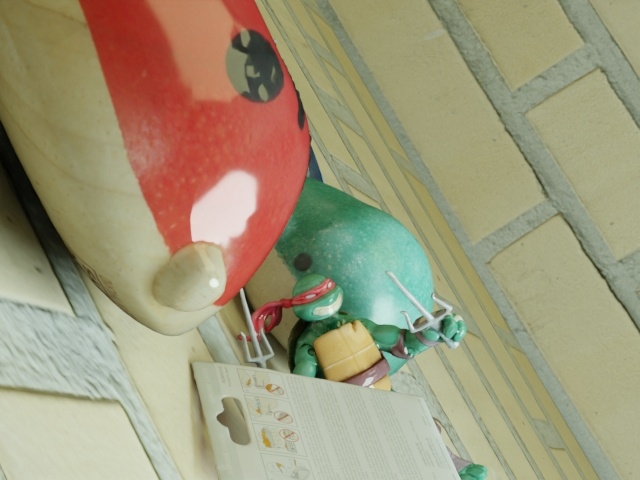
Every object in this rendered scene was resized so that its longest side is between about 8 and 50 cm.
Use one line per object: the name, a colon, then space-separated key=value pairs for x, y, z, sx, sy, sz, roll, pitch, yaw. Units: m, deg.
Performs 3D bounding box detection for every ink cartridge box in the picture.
ink cartridge box: x=0.003 y=0.147 z=0.997 sx=0.179 sy=0.045 sz=0.145 roll=9 pitch=25 yaw=-18

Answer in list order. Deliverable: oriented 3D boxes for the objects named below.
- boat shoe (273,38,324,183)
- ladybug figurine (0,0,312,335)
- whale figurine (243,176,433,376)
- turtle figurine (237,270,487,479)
boat shoe: x=-0.066 y=-0.133 z=1.483 sx=0.258 sy=0.109 sz=0.089 roll=56 pitch=14 yaw=7
ladybug figurine: x=-0.126 y=-0.138 z=0.945 sx=0.305 sy=0.162 sz=0.449 roll=66 pitch=-2 yaw=-57
whale figurine: x=0.000 y=0.000 z=1.292 sx=0.216 sy=0.141 sz=0.272 roll=42 pitch=13 yaw=-53
turtle figurine: x=0.030 y=0.105 z=1.134 sx=0.234 sy=0.175 sz=0.118 roll=64 pitch=-8 yaw=-8
